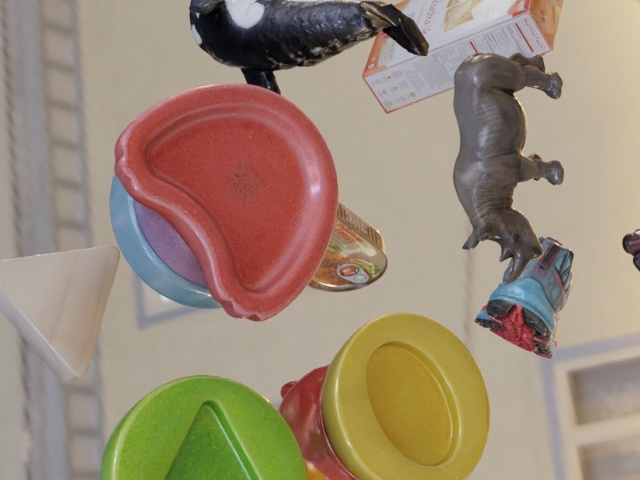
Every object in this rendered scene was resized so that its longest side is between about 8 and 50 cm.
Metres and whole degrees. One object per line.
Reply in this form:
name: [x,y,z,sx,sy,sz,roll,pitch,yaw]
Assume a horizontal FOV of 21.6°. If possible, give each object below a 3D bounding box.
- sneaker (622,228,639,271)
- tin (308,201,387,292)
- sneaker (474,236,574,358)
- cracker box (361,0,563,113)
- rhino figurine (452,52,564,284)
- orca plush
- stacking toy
sneaker: [0.447,-0.014,2.042,0.281,0.163,0.106,74,-155,-50]
tin: [0.000,0.000,1.912,0.190,0.106,0.040,37,-139,-44]
sneaker: [0.259,0.062,1.983,0.125,0.104,0.262,-60,-5,-8]
cracker box: [0.175,-0.256,2.024,0.067,0.232,0.155,55,-147,-28]
rhino figurine: [0.181,-0.076,1.669,0.106,0.073,0.243,4,-100,-20]
orca plush: [-0.023,-0.170,1.534,0.151,0.287,0.102,-8,-77,-51]
stacking toy: [-0.074,0.076,1.083,0.279,0.130,0.309,-32,-88,-35]
